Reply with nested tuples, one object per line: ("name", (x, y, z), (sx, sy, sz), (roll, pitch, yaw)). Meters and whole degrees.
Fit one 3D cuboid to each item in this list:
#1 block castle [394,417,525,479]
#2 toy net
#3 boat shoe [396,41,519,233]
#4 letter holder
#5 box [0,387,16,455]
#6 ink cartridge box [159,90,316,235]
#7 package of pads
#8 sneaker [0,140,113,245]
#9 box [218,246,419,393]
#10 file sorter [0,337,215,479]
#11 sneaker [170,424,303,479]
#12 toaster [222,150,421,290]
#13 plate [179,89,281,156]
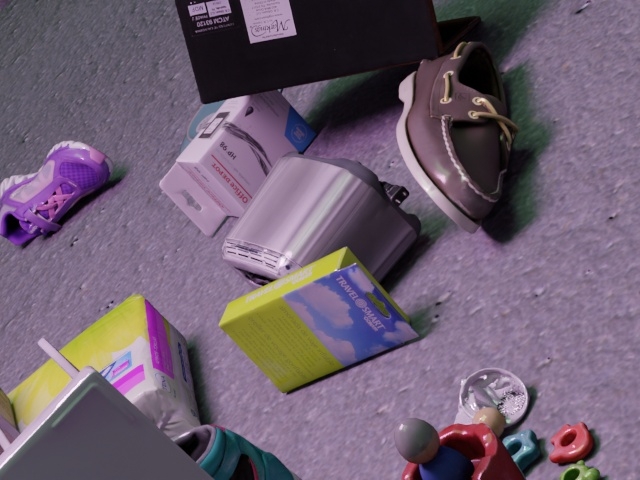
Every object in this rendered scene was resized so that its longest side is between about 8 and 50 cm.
("block castle", (-0.010, 0.343, 1.207), (0.453, 0.213, 0.303), (-38, 25, 11))
("toy net", (0.153, 0.156, 1.462), (0.122, 0.045, 0.232), (-37, 25, 14))
("boat shoe", (0.148, -0.115, 1.828), (0.096, 0.116, 0.324), (-38, 19, 17))
("letter holder", (0.014, -0.280, 2.091), (0.301, 0.152, 0.214), (-9, 14, 23))
("box", (-0.407, 0.215, 1.852), (0.148, 0.127, 0.232), (-35, 26, 0))
("ink cartridge box", (-0.101, -0.100, 2.182), (0.180, 0.104, 0.060), (-52, 27, -19))
("package of pads", (-0.271, 0.213, 1.938), (0.296, 0.101, 0.229), (-38, 25, 9))
("sneaker", (-0.392, -0.061, 2.582), (0.236, 0.095, 0.105), (-28, 35, 40))
("box", (0.001, 0.077, 1.739), (0.178, 0.109, 0.042), (-25, 28, 33))
("file sorter", (-0.203, 0.228, 1.202), (0.278, 0.193, 0.173), (-47, 23, -7))
("sneaker", (-0.126, 0.274, 1.530), (0.123, 0.178, 0.295), (-20, 34, 41))
("toaster", (0.000, 0.000, 1.849), (0.146, 0.129, 0.227), (-53, 28, -13))
("plate", (-0.129, -0.176, 2.441), (0.188, 0.024, 0.188), (-33, 27, 19))
